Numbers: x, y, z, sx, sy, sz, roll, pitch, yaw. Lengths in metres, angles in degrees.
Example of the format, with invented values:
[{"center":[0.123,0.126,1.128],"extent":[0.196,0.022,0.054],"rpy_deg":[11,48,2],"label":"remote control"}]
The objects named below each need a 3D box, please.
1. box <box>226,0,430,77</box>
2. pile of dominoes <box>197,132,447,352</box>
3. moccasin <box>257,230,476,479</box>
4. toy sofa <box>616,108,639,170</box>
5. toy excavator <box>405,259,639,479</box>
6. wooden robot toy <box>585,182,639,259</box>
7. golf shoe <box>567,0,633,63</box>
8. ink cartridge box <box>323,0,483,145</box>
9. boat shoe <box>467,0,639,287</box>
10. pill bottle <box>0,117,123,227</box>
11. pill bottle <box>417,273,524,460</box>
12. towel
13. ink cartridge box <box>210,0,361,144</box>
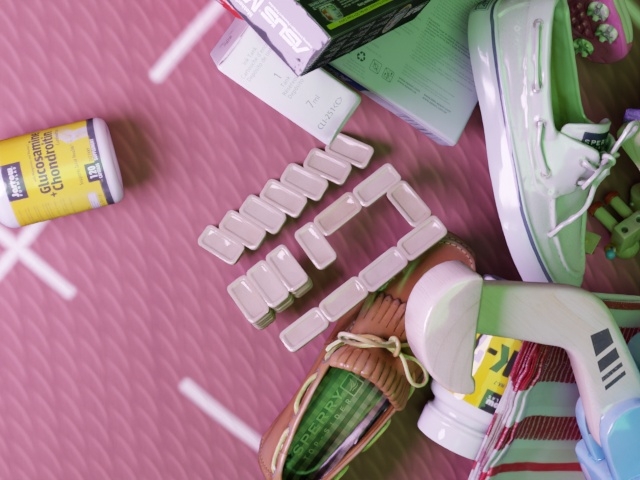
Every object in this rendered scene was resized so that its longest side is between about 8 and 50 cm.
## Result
[{"center":[-0.014,-0.293,1.322],"extent":[0.216,0.270,0.060],"rpy_deg":[48,126,4],"label":"box"},{"center":[0.000,0.000,1.553],"extent":[0.251,0.040,0.196],"rpy_deg":[-37,69,0],"label":"pile of dominoes"},{"center":[0.057,0.152,1.557],"extent":[0.139,0.147,0.380],"rpy_deg":[41,93,-12],"label":"moccasin"},{"center":[0.510,-0.050,1.548],"extent":[0.150,0.177,0.362],"rpy_deg":[-48,120,-38],"label":"toy sofa"},{"center":[0.351,0.173,1.433],"extent":[0.433,0.222,0.445],"rpy_deg":[-22,104,-5],"label":"toy excavator"},{"center":[0.382,-0.015,1.617],"extent":[0.173,0.079,0.076],"rpy_deg":[-32,58,-13],"label":"wooden robot toy"},{"center":[0.286,-0.351,1.506],"extent":[0.140,0.115,0.306],"rpy_deg":[-47,110,-31],"label":"golf shoe"},{"center":[0.116,-0.260,1.509],"extent":[0.223,0.045,0.224],"rpy_deg":[31,83,-25],"label":"ink cartridge box"},{"center":[0.286,-0.107,1.481],"extent":[0.156,0.136,0.367],"rpy_deg":[-7,100,31],"label":"boat shoe"},{"center":[-0.327,-0.073,1.492],"extent":[0.184,0.103,0.103],"rpy_deg":[-15,102,-4],"label":"pill bottle"},{"center":[0.208,0.157,1.591],"extent":[0.119,0.119,0.208],"rpy_deg":[24,97,-10],"label":"pill bottle"},{"center":[0.310,0.216,1.581],"extent":[0.237,0.037,0.329],"rpy_deg":[4,114,-34],"label":"towel"},{"center":[-0.093,-0.216,1.396],"extent":[0.261,0.296,0.066],"rpy_deg":[35,95,-11],"label":"ink cartridge box"}]
